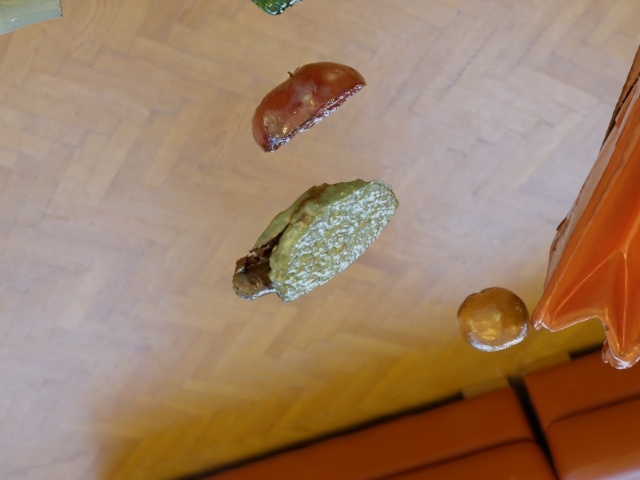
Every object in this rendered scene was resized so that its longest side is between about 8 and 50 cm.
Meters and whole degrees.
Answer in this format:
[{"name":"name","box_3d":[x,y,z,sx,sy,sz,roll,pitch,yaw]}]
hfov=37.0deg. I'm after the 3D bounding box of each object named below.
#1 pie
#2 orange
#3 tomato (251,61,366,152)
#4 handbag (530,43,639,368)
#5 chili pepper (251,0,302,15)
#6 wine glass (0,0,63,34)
[{"name":"pie","box_3d":[0.007,-0.006,1.500,0.257,0.105,0.274,-48,159,26]},{"name":"orange","box_3d":[0.192,0.087,1.067,0.083,0.070,0.083,-19,170,-3]},{"name":"tomato","box_3d":[-0.036,-0.250,1.709,0.228,0.228,0.101,-37,91,22]},{"name":"handbag","box_3d":[0.358,-0.059,1.082,0.116,0.410,0.304,24,113,10]},{"name":"chili pepper","box_3d":[-0.086,-0.337,0.933,0.083,0.099,0.253,-53,130,-22]},{"name":"wine glass","box_3d":[-0.428,-0.301,1.197,0.202,0.093,0.093,-15,139,-12]}]
